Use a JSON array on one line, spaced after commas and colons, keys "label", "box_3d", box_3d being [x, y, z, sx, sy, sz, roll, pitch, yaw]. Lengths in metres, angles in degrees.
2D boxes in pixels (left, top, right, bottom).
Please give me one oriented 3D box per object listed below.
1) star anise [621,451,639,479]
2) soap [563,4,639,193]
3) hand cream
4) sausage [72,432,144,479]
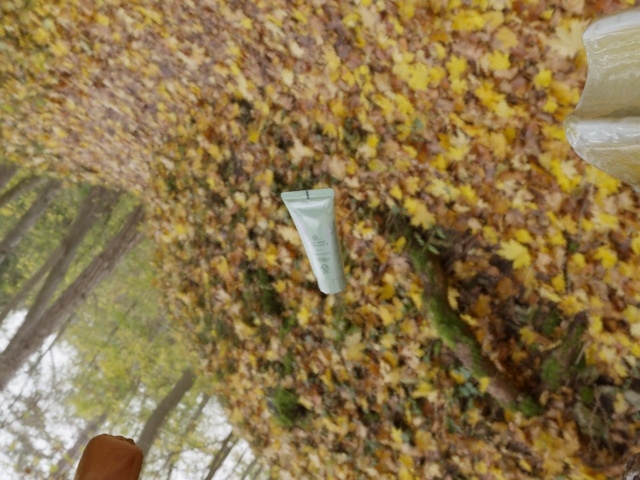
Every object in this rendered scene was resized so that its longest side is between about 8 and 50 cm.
[{"label": "star anise", "box_3d": [0.400, 0.335, 0.846, 0.042, 0.141, 0.141, -9, 152, 16]}, {"label": "soap", "box_3d": [0.269, -0.056, 0.288, 0.173, 0.089, 0.274, 16, 178, -26]}, {"label": "hand cream", "box_3d": [0.000, 0.000, 1.027, 0.078, 0.050, 0.205, -3, 135, 13]}, {"label": "sausage", "box_3d": [-0.285, 0.373, 0.864, 0.089, 0.083, 0.300, 7, -150, -12]}]
